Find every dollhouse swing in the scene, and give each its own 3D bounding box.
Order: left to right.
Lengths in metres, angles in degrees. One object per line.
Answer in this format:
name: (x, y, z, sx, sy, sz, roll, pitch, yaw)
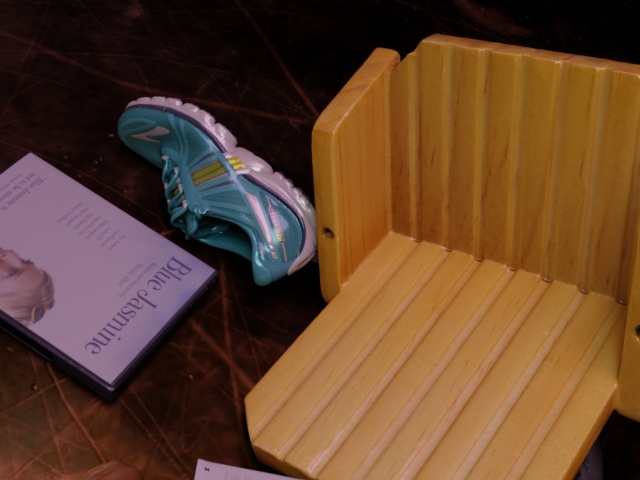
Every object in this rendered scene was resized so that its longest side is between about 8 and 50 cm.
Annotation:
dollhouse swing: (0.106, 0.029, 0.773, 0.347, 0.315, 0.305, 19, 36, 35)

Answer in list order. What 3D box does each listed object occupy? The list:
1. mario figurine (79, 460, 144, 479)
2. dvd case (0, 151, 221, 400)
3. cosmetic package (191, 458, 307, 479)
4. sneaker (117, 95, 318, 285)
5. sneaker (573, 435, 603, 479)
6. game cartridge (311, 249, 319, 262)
mario figurine: (-0.074, 0.272, 0.559, 0.320, 0.170, 0.198, 38, 85, 23)
dvd case: (-0.251, 0.026, 0.892, 0.253, 0.022, 0.180, 32, 48, 8)
cosmetic package: (-0.074, 0.297, 0.698, 0.099, 0.060, 0.239, 15, 49, -8)
sneaker: (-0.122, -0.058, 0.958, 0.275, 0.107, 0.110, 37, 66, 20)
sneaker: (0.277, 0.119, 0.929, 0.146, 0.122, 0.330, 11, 49, -8)
game cartridge: (0.000, 0.000, 1.006, 0.083, 0.017, 0.056, 13, 52, -8)
